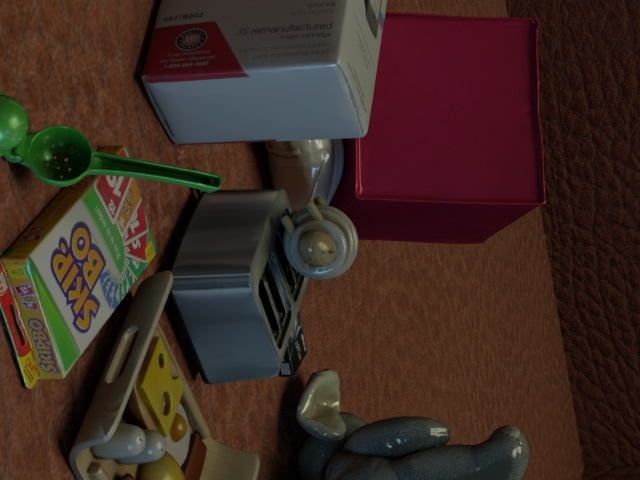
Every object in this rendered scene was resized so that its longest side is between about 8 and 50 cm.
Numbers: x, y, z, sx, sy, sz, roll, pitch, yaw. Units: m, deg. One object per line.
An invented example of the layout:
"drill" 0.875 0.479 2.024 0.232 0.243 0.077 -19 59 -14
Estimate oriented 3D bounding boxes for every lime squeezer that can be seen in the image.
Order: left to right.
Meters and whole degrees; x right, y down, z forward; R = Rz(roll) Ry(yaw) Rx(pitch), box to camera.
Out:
"lime squeezer" -0.239 -0.090 1.311 0.310 0.110 0.059 28 75 -34

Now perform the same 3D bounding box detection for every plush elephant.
"plush elephant" 0.073 0.310 1.974 0.255 0.330 0.272 -106 -163 -64

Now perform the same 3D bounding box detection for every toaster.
"toaster" -0.092 0.040 1.703 0.168 0.110 0.186 -73 153 -48

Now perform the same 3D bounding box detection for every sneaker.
"sneaker" -0.054 -0.169 1.904 0.152 0.114 0.305 -17 108 -47

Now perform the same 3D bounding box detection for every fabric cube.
"fabric cube" 0.135 -0.146 2.042 0.258 0.254 0.259 133 -42 -75

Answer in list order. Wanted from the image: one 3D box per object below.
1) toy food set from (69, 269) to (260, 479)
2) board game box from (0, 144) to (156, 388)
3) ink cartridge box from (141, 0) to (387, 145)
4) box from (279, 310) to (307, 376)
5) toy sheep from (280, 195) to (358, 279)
"toy food set" -0.140 0.211 1.557 0.220 0.092 0.306 -74 154 -44
"board game box" -0.225 0.020 1.432 0.259 0.039 0.124 -57 140 -56
"ink cartridge box" -0.050 -0.263 1.691 0.131 0.226 0.306 63 29 -53
"box" -0.042 0.124 1.982 0.067 0.018 0.083 -56 139 -60
"toy sheep" 0.000 0.000 1.680 0.132 0.091 0.091 -34 119 -75
